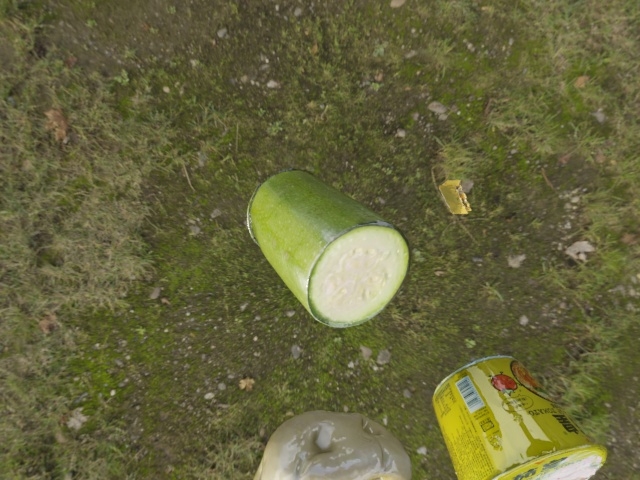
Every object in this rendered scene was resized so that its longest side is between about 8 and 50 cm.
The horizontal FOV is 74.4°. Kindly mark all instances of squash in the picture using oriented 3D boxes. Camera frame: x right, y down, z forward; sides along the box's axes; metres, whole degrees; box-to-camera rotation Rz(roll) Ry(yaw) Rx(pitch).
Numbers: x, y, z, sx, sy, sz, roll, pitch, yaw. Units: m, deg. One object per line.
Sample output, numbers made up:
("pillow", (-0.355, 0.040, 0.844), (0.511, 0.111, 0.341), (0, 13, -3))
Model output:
("squash", (0.000, 0.000, 1.008), (0.263, 0.384, 0.262), (-13, 120, -24))

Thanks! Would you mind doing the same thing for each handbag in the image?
("handbag", (0.326, -0.104, 1.017), (0.027, 0.061, 0.083), (-34, 105, -16))

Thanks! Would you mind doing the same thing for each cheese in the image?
("cheese", (0.003, 0.322, 0.574), (0.235, 0.117, 0.217), (-27, 127, -1))

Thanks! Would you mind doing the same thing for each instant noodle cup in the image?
("instant noodle cup", (0.425, 0.444, 0.978), (0.326, 0.325, 0.254), (-19, 40, -3))
